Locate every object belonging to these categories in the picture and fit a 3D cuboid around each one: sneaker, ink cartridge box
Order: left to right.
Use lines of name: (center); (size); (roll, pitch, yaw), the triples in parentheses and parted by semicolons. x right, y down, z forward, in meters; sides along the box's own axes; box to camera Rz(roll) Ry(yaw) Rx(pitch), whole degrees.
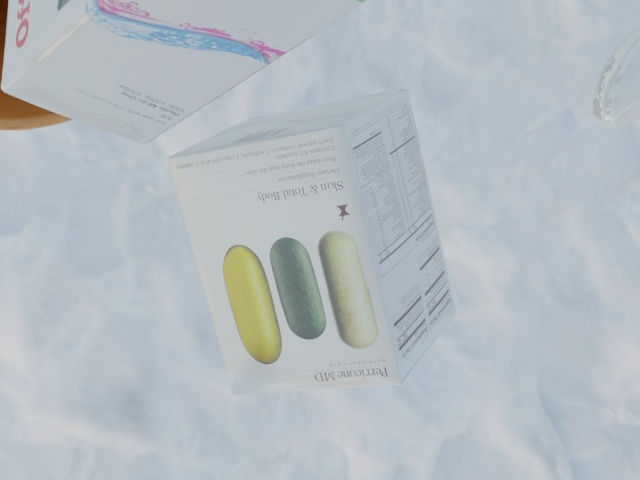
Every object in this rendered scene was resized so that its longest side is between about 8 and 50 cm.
ink cartridge box: (-0.052, -0.159, 0.488); (0.212, 0.093, 0.154); (-26, 57, 43)
sneaker: (0.362, -0.180, 1.051); (0.212, 0.080, 0.094); (-44, 52, 0)

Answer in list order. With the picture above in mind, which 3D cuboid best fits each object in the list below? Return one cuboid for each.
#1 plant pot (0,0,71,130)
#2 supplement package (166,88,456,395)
plant pot: (-0.264, -0.266, 0.879); (0.291, 0.291, 0.203); (-41, 46, 4)
supplement package: (0.000, 0.000, 1.131); (0.199, 0.198, 0.262); (-8, 105, 26)
